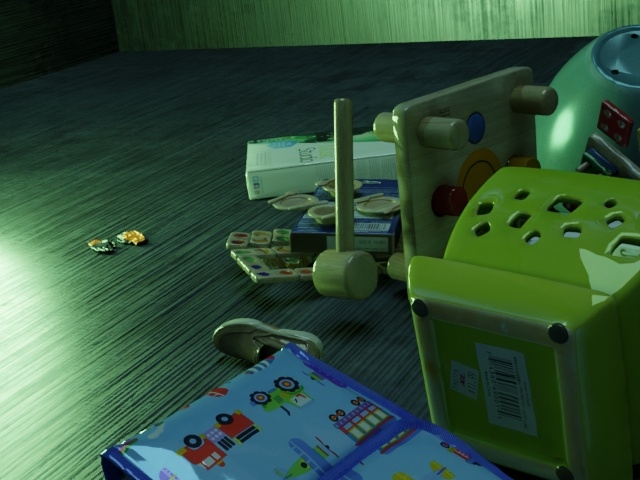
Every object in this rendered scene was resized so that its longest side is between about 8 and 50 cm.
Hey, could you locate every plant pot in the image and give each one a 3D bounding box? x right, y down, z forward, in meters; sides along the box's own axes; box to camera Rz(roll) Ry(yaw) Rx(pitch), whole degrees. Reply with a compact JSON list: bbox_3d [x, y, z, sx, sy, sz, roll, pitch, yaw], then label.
[{"bbox_3d":[0.213,0.083,0.989,0.227,0.228,0.207,12,33,40],"label":"plant pot"},{"bbox_3d":[0.435,-0.180,1.548,0.290,0.195,0.290,-4,49,5],"label":"plant pot"}]

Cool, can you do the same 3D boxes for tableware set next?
[{"bbox_3d":[0.023,-0.054,1.507,0.141,0.020,0.169,-17,25,-32],"label":"tableware set"}]

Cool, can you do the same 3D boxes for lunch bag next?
[{"bbox_3d":[0.017,0.222,0.833,0.293,0.138,0.221,21,30,31],"label":"lunch bag"}]

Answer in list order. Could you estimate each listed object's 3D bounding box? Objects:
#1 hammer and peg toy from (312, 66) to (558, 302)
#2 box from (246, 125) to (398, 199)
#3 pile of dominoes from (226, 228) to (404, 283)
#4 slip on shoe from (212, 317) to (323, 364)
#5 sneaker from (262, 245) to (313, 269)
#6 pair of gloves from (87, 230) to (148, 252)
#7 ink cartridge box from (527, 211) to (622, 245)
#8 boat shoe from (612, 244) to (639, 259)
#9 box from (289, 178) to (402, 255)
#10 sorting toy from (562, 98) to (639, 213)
[{"bbox_3d":[0.153,-0.061,1.362,0.361,0.265,0.127,-22,24,-40],"label":"hammer and peg toy"},{"bbox_3d":[0.030,-0.147,1.988,0.322,0.058,0.232,-6,19,-1],"label":"box"},{"bbox_3d":[0.000,0.000,1.518,0.251,0.040,0.196,-3,19,-23],"label":"pile of dominoes"},{"bbox_3d":[-0.064,0.121,1.241,0.135,0.051,0.041,9,35,23],"label":"slip on shoe"},{"bbox_3d":[-0.049,0.024,1.555,0.083,0.031,0.037,12,18,22],"label":"sneaker"},{"bbox_3d":[-0.315,0.002,1.735,0.083,0.010,0.074,-17,21,-27],"label":"pair of gloves"},{"bbox_3d":[0.301,0.043,1.270,0.160,0.092,0.219,4,21,30],"label":"ink cartridge box"},{"bbox_3d":[0.358,0.010,1.017,0.226,0.075,0.083,-16,13,45],"label":"boat shoe"},{"bbox_3d":[0.047,-0.035,1.532,0.137,0.036,0.225,1,22,11],"label":"box"},{"bbox_3d":[0.362,-0.049,1.388,0.046,0.274,0.132,-32,61,-19],"label":"sorting toy"}]
